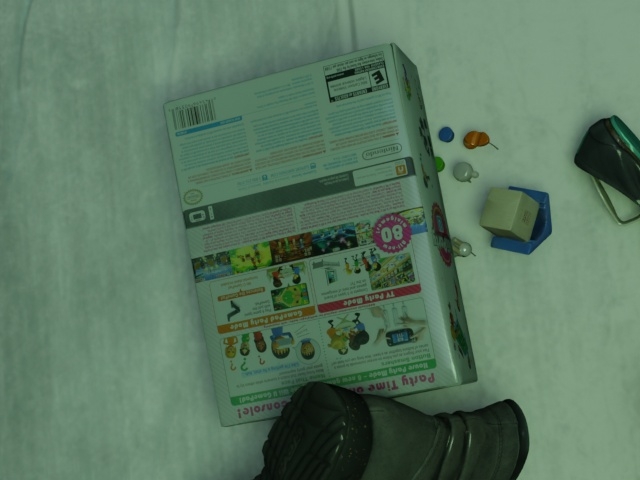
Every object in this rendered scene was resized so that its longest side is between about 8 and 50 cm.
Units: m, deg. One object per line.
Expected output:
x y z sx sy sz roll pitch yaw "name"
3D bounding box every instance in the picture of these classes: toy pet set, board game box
0.159 -0.035 1.064 0.114 0.065 0.122 12 81 40 "toy pet set"
0.000 0.000 1.021 0.224 0.097 0.303 -12 82 16 "board game box"

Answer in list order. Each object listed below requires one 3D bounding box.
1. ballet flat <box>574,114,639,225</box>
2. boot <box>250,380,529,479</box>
0.315 -0.027 1.042 0.203 0.074 0.074 44 89 0 "ballet flat"
0.024 0.257 0.990 0.223 0.338 0.118 12 44 -33 "boot"
